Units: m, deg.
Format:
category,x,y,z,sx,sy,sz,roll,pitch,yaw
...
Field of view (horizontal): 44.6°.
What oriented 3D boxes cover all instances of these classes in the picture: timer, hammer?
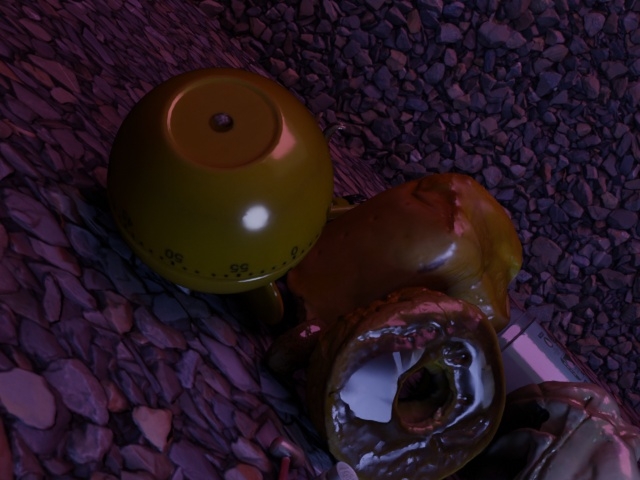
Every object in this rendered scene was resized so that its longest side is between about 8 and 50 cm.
category,x,y,z,sx,sy,sz,roll,pitch,yaw
timer,-0.154,-0.072,1.215,0.376,0.376,0.387,50,-26,17
hammer,-0.047,0.301,1.040,0.052,0.031,0.083,37,24,-14

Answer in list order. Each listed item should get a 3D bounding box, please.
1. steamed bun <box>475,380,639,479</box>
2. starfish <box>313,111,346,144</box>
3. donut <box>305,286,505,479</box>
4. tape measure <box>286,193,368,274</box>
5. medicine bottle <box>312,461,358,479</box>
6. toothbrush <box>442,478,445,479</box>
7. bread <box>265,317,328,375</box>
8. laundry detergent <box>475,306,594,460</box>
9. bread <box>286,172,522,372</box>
category,x,y,z,sx,sy,sz,roll,pitch,yaw
steamed bun,0.362,0.355,1.256,0.206,0.275,0.320,16,-10,-6
starfish,-0.072,-0.078,1.469,0.094,0.327,0.375,38,51,-34
donut,0.130,0.217,1.209,0.330,0.330,0.160,35,0,-31
tape measure,0.000,0.000,1.570,0.186,0.199,0.112,-6,18,-18
medicine bottle,0.007,0.327,1.010,0.047,0.083,0.047,40,20,-18
toothbrush,0.267,0.302,1.423,0.026,0.294,0.028,19,-16,19
bread,-0.036,0.171,1.224,0.060,0.113,0.082,57,13,13
laundry detergent,0.384,0.309,1.583,0.305,0.287,0.287,49,17,12
bread,0.164,0.055,1.410,0.361,0.394,0.250,44,20,-46
